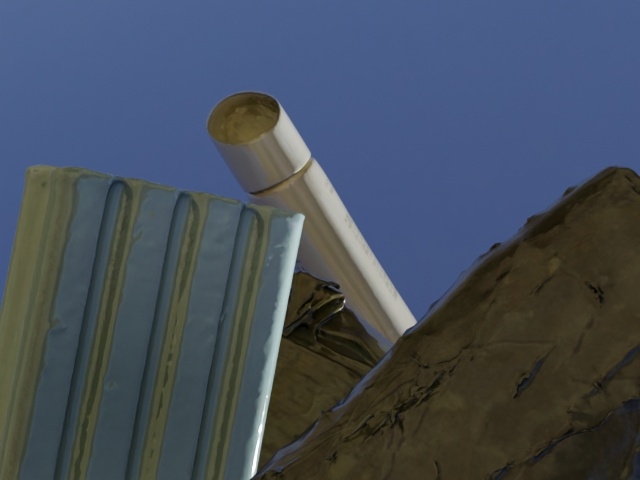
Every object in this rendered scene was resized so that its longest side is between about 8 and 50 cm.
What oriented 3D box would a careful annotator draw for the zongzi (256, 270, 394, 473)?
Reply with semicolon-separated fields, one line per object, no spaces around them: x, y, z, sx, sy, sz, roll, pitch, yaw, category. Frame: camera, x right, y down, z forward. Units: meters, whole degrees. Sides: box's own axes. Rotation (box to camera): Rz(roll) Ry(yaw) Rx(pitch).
-0.016;0.301;1.219;0.467;0.218;0.500;38;-123;25;zongzi

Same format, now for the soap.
-0.116;0.097;1.097;0.160;0.265;0.087;10;179;-26;soap

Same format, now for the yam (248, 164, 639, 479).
0.036;0.073;0.459;0.183;0.107;0.107;-44;-156;-2;yam

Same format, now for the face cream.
0.000;0.000;1.905;0.081;0.348;0.173;-33;-169;-5;face cream
